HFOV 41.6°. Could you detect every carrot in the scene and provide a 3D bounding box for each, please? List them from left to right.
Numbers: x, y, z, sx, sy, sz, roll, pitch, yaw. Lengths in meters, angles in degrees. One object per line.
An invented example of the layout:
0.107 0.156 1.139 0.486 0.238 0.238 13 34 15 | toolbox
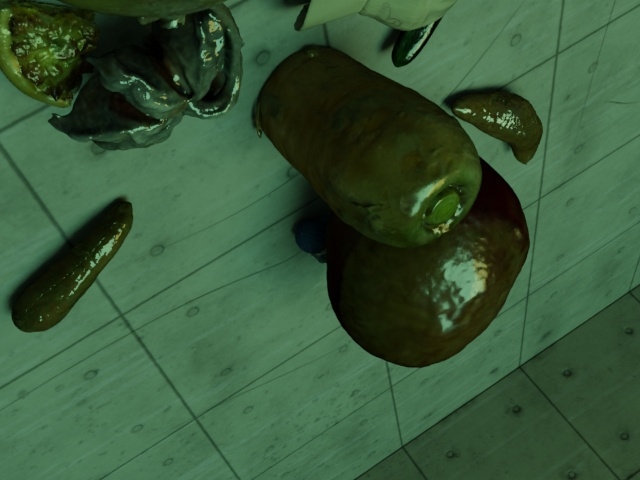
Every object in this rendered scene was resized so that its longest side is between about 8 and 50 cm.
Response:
0.077 -0.144 1.286 0.224 0.340 0.224 -28 144 -23 | carrot

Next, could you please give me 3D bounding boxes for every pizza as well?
-0.331 -0.238 1.030 0.134 0.046 0.175 -38 148 -1 | pizza

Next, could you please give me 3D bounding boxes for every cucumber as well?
0.203 -0.399 1.355 0.284 0.056 0.056 -53 146 13 | cucumber

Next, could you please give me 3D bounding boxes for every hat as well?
0.087 -0.332 1.165 0.226 0.164 0.219 -46 -175 -15 | hat

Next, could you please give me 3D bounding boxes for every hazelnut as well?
0.176 0.009 1.539 0.353 0.420 0.420 -9 140 -13 | hazelnut

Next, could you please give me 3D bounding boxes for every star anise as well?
-0.196 -0.193 1.046 0.316 0.139 0.359 -41 177 28 | star anise

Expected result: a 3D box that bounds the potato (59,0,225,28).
-0.126 -0.363 0.680 0.442 0.319 0.385 -24 169 25 | potato

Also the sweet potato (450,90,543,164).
0.380 -0.239 1.696 0.114 0.092 0.341 -34 151 26 | sweet potato

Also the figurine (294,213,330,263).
-0.009 0.000 1.644 0.080 0.077 0.136 1 159 1 | figurine

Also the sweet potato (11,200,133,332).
-0.382 0.047 1.311 0.273 0.075 0.075 -45 147 10 | sweet potato
